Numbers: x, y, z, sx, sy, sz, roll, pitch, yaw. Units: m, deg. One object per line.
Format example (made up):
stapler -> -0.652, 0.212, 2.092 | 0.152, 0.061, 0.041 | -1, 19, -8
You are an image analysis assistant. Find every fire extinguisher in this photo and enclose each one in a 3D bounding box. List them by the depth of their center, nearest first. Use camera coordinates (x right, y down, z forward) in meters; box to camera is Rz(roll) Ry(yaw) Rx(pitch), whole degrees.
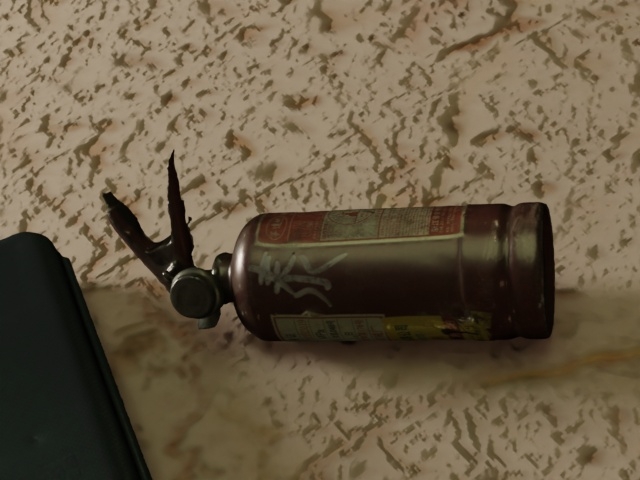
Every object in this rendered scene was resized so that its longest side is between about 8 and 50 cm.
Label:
fire extinguisher -> 0.002, 0.003, 0.785 | 0.252, 0.075, 0.106 | -1, 86, 16

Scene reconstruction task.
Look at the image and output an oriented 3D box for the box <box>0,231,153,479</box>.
box -> -0.191, 0.099, 0.777 | 0.160, 0.050, 0.230 | -23, 45, -7
